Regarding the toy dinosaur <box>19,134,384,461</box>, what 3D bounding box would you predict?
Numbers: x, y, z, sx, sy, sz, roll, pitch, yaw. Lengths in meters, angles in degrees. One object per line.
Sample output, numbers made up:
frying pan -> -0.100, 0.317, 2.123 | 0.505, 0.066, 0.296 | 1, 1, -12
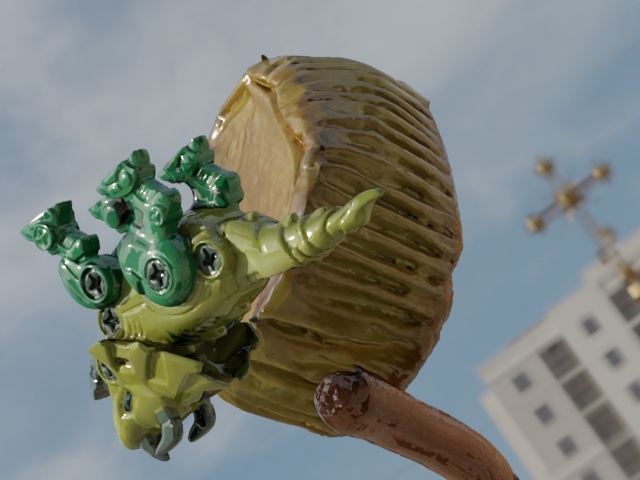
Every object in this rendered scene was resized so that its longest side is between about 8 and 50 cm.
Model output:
toy dinosaur -> -0.066, 0.010, 0.963 | 0.094, 0.153, 0.259 | -22, -15, -50

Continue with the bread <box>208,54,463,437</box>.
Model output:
bread -> 0.000, 0.000, 1.189 | 0.142, 0.253, 0.227 | 18, -61, -23

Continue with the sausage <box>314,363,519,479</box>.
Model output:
sausage -> 0.063, 0.123, 1.085 | 0.177, 0.047, 0.040 | 32, -75, -40
